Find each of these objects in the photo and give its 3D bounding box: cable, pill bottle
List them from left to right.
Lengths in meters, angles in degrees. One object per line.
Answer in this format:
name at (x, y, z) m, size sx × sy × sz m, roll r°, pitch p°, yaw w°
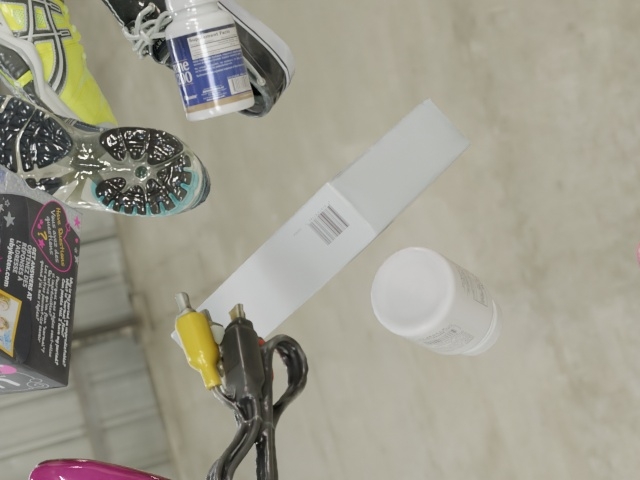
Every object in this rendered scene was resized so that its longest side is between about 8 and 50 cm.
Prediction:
pill bottle at (-0.107, -0.176, 1.460) m, size 0.067 × 0.067 × 0.120 m, roll 3°, pitch 109°, yaw 69°
cable at (-0.070, 0.170, 1.484) m, size 0.072 × 0.139 × 0.287 m, roll -41°, pitch 38°, yaw 31°
pill bottle at (0.178, 0.097, 2.279) m, size 0.229 × 0.131 × 0.131 m, roll 29°, pitch -148°, yaw -58°

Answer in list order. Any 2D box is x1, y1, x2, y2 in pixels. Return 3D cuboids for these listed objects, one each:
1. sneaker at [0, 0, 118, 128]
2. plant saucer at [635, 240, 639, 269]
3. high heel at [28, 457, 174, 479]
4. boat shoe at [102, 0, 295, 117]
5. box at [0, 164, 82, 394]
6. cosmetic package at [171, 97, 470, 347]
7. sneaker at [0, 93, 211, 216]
sneaker at (-0.348, -0.274, 1.850) m, size 0.384 × 0.147 × 0.145 m, roll 54°, pitch 166°, yaw -23°
plant saucer at (0.530, -0.038, 1.837) m, size 0.332 × 0.332 × 0.084 m, roll 7°, pitch 114°, yaw 68°
high heel at (-0.134, 0.351, 1.505) m, size 0.127 × 0.377 × 0.181 m, roll 115°, pitch 180°, yaw -51°
boat shoe at (-0.174, -0.251, 1.820) m, size 0.306 × 0.105 × 0.113 m, roll 40°, pitch 132°, yaw -11°
box at (-0.339, 0.042, 1.303) m, size 0.142 × 0.247 × 0.163 m, roll 37°, pitch -131°, yaw -55°
cosmetic package at (0.000, 0.000, 2.060) m, size 0.097 × 0.284 × 0.377 m, roll 46°, pitch 130°, yaw -1°
sneaker at (-0.243, -0.070, 1.574) m, size 0.122 × 0.283 × 0.110 m, roll 21°, pitch -97°, yaw -73°
